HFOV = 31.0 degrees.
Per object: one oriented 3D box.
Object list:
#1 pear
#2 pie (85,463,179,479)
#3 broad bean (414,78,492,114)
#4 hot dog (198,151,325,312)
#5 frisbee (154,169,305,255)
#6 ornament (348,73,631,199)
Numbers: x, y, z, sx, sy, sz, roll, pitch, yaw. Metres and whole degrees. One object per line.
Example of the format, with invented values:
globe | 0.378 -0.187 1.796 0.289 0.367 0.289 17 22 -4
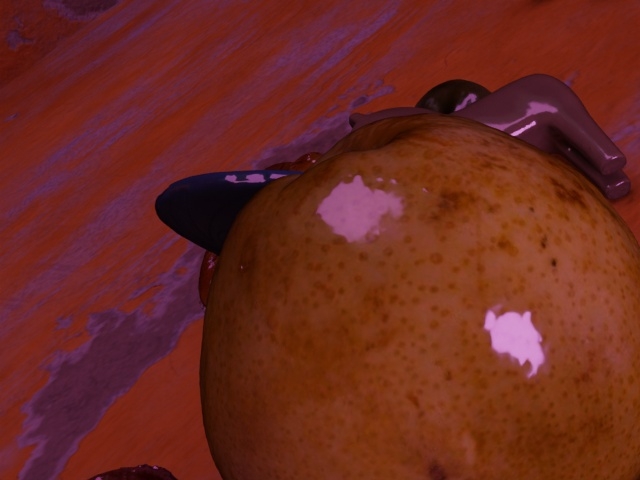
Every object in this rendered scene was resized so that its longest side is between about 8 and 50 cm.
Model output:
pear | 0.068 0.065 0.738 0.304 0.304 0.304 -25 26 13
pie | -0.178 0.257 0.935 0.182 0.049 0.182 -20 28 11
broad bean | 0.126 -0.076 1.190 0.153 0.072 0.207 -9 44 41
hot dog | -0.054 -0.004 1.234 0.144 0.075 0.268 -17 32 23
frisbee | 0.000 0.005 0.988 0.289 0.289 0.049 -5 72 43
ornament | 0.139 -0.086 1.102 0.230 0.061 0.245 -26 41 1
